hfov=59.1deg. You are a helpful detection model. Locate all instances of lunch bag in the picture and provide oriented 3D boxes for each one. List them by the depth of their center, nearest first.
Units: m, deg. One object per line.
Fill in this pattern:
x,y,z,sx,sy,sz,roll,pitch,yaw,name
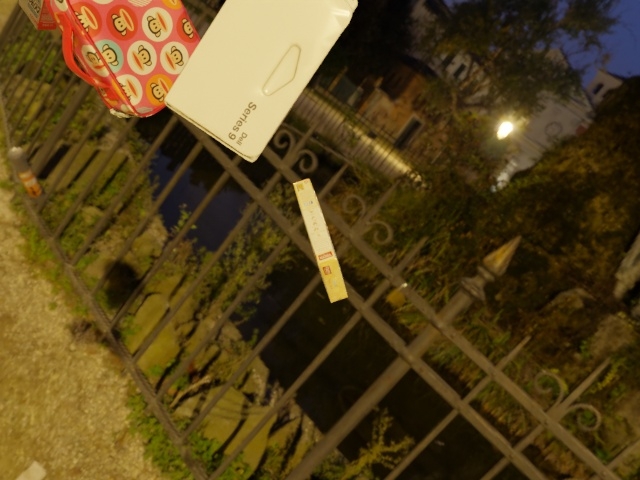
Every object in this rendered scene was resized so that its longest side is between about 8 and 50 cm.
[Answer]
-0.377,-0.392,1.094,0.120,0.258,0.293,15,-39,39,lunch bag

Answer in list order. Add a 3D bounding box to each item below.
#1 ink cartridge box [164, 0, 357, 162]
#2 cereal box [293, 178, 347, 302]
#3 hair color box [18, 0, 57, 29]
-0.075,-0.225,0.727,0.121,0.211,0.289,33,6,-11,ink cartridge box
0.000,0.000,1.296,0.173,0.047,0.240,72,1,-53,cereal box
-0.648,-0.591,1.320,0.053,0.167,0.093,-23,71,-48,hair color box
